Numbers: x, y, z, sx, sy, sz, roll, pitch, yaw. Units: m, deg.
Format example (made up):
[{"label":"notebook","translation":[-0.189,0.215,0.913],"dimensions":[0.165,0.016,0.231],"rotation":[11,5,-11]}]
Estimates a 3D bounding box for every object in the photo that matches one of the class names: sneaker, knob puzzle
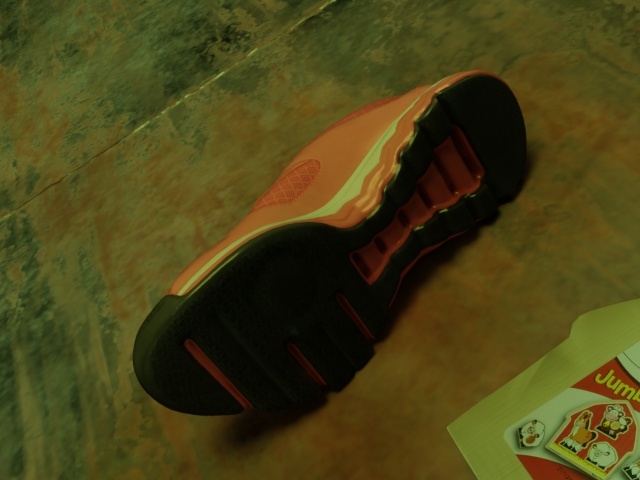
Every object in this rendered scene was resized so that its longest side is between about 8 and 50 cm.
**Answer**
[{"label":"sneaker","translation":[0.001,0.000,0.640],"dimensions":[0.314,0.116,0.136],"rotation":[-39,24,-19]},{"label":"knob puzzle","translation":[0.177,0.094,0.430],"dimensions":[0.213,0.030,0.213],"rotation":[-22,36,17]}]
